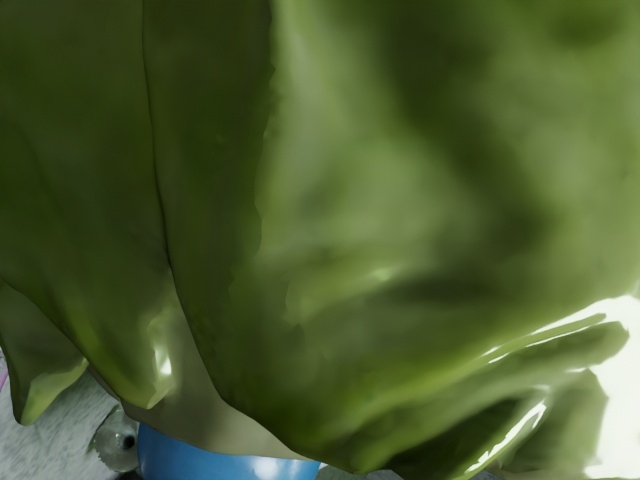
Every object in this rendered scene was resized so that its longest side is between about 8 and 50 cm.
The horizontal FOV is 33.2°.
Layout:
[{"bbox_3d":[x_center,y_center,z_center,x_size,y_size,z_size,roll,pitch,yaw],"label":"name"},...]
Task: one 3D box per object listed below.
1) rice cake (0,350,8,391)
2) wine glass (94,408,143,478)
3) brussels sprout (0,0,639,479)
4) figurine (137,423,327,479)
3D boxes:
[{"bbox_3d":[-0.283,0.169,0.785,0.047,0.036,0.206,4,117,-62],"label":"rice cake"},{"bbox_3d":[-0.185,0.232,1.163,0.066,0.066,0.198,-56,164,-13],"label":"wine glass"},{"bbox_3d":[0.006,-0.097,0.522,0.342,0.425,0.361,-8,107,-56],"label":"brussels sprout"},{"bbox_3d":[-0.050,0.105,0.979,0.243,0.298,0.416,-60,177,2],"label":"figurine"}]
